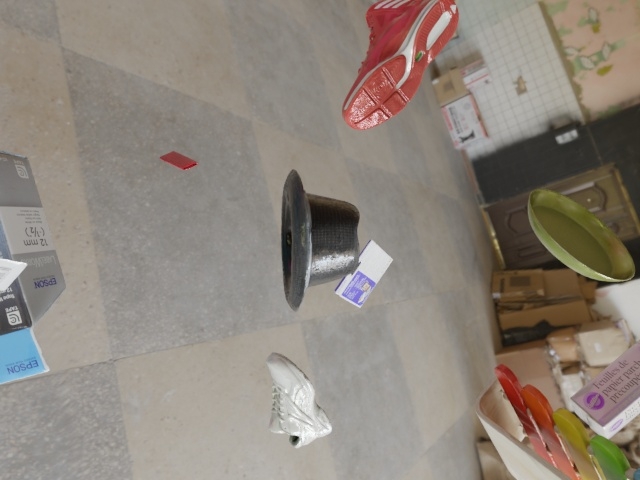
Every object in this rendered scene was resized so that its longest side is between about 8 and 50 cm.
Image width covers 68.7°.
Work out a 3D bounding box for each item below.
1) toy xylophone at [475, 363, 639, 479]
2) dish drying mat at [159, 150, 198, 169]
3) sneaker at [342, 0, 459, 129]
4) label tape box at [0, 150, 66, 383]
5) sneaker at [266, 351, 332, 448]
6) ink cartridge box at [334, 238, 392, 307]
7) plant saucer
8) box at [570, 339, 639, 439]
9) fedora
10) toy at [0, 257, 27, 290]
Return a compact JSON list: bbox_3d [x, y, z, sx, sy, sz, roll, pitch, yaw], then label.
[{"bbox_3d":[0.324,0.306,0.589,0.236,0.081,0.323,61,-11,-21],"label":"toy xylophone"},{"bbox_3d":[-0.250,-0.141,0.825,0.032,0.083,0.008,-35,132,-30],"label":"dish drying mat"},{"bbox_3d":[0.094,-0.275,0.710,0.087,0.221,0.128,38,7,-45],"label":"sneaker"},{"bbox_3d":[-0.564,0.058,0.747,0.115,0.250,0.347,-40,114,-84],"label":"label tape box"},{"bbox_3d":[-0.065,0.342,0.971,0.115,0.090,0.232,-33,108,-22],"label":"sneaker"},{"bbox_3d":[0.134,0.103,1.525,0.045,0.206,0.208,34,-2,33],"label":"ink cartridge box"},{"bbox_3d":[0.505,-0.007,0.929,0.241,0.037,0.240,17,42,-16],"label":"plant saucer"},{"bbox_3d":[0.543,0.179,0.737,0.067,0.324,0.063,53,-3,-39],"label":"box"},{"bbox_3d":[0.000,0.000,1.006,0.334,0.153,0.333,180,-90,-82],"label":"fedora"},{"bbox_3d":[-0.440,0.026,0.447,0.237,0.137,0.056,29,24,-53],"label":"toy"}]
